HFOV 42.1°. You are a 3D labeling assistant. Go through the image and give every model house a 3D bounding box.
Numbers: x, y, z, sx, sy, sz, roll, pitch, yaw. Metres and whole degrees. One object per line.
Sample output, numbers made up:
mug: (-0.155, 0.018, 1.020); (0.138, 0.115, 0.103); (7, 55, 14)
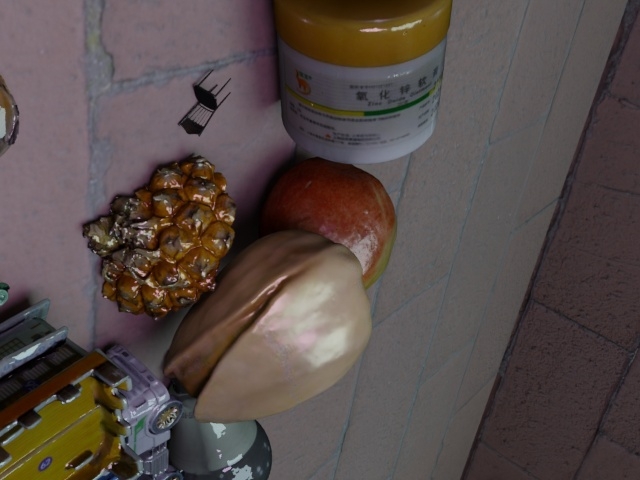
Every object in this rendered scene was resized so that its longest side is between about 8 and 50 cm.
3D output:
model house: (-0.347, 0.210, 0.946); (0.224, 0.215, 0.198); (-36, 141, -39)

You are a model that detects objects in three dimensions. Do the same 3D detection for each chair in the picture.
chair: (-0.153, -0.183, 1.097); (0.086, 0.037, 0.042); (-56, 165, -19)

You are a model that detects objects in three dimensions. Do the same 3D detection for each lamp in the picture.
lamp: (-0.169, 0.323, 1.397); (0.182, 0.182, 0.314); (-33, 141, -42)

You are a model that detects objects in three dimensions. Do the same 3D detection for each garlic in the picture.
garlic: (-0.356, -0.100, 0.814); (0.084, 0.066, 0.152); (43, 72, -34)

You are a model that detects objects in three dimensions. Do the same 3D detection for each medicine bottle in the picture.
medicine bottle: (0.057, -0.263, 1.159); (0.238, 0.238, 0.232); (-42, 147, -32)

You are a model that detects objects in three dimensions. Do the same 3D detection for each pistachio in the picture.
pistachio: (-0.070, 0.126, 1.162); (0.321, 0.229, 0.238); (-42, 159, 13)

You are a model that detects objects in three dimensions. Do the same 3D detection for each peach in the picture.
peach: (0.000, 0.000, 1.333); (0.257, 0.232, 0.232); (-54, 152, -3)

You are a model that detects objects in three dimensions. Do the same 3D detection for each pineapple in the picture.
pineapple: (-0.207, 0.003, 1.081); (0.250, 0.140, 0.164); (-57, 151, 0)

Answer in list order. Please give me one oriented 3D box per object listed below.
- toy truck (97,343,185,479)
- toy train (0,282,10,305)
toy truck: (-0.306, 0.334, 1.216); (0.175, 0.146, 0.367); (-28, 139, -40)
toy train: (-0.398, 0.063, 0.905); (0.081, 0.050, 0.122); (-54, 153, -3)
